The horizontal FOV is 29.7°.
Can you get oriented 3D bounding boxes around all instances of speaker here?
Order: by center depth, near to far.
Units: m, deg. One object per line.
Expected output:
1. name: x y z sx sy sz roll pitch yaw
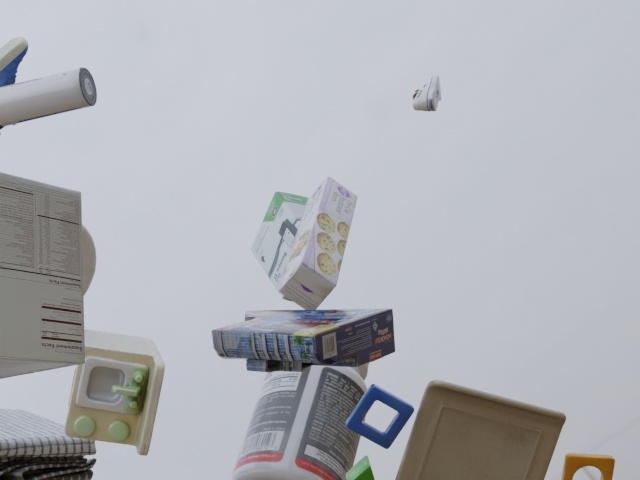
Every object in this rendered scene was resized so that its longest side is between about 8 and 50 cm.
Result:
1. speaker: -0.377 -0.195 1.635 0.136 0.055 0.055 -11 -19 12

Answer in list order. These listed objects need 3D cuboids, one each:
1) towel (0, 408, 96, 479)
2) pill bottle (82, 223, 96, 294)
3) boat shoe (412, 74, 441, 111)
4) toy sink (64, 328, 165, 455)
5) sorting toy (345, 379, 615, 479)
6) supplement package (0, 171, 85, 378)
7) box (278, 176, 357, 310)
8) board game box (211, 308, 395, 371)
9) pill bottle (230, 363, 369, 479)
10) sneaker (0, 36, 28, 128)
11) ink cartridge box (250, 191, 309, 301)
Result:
1. towel: -0.575 0.389 2.198 0.235 0.284 0.121 5 -88 -48
2. pill bottle: -0.527 0.008 2.013 0.176 0.318 0.176 -15 -68 -39
3. boat shoe: 0.140 -0.194 1.606 0.100 0.035 0.035 -67 -30 -61
4. toy sink: -0.342 0.244 1.971 0.131 0.234 0.153 10 -86 -14
5. sorting toy: 0.191 0.274 1.495 0.047 0.348 0.196 -105 32 -74
6. supplement package: -0.387 0.047 1.364 0.194 0.203 0.149 -13 -16 34
7. box: 0.000 0.000 1.850 0.063 0.067 0.324 -50 10 25
8. board game box: -0.038 0.124 1.488 0.194 0.060 0.194 -1 5 32
9. pill bottle: -0.024 0.343 2.270 0.210 0.210 0.363 113 177 -49
10. sneaker: -0.442 -0.213 1.708 0.084 0.058 0.152 38 -74 -26
11. ink cartridge box: -0.051 0.016 2.499 0.087 0.208 0.153 12 -67 -31
